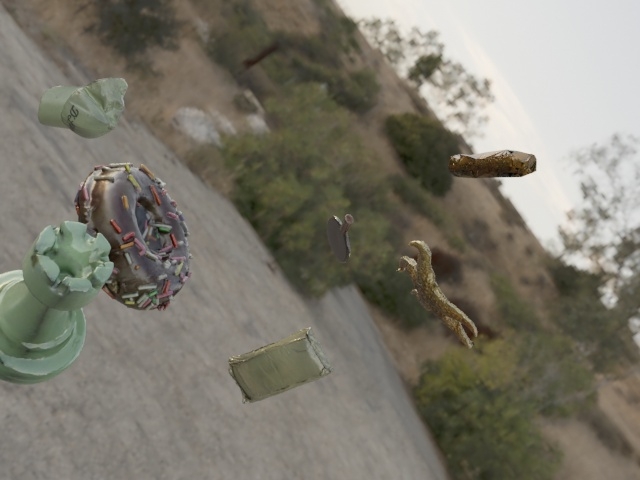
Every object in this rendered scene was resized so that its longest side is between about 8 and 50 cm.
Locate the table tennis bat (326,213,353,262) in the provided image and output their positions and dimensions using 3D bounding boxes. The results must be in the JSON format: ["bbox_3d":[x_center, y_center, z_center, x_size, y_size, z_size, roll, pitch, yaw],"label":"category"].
[{"bbox_3d":[0.000,0.000,2.268,0.170,0.119,0.107,116,-46,-63],"label":"table tennis bat"}]

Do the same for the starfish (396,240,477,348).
[{"bbox_3d":[0.267,0.137,2.425,0.302,0.060,0.299,53,-15,26],"label":"starfish"}]

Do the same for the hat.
[{"bbox_3d":[-0.455,-0.253,1.968,0.081,0.166,0.122,-113,-148,-49],"label":"hat"}]

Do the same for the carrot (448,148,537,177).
[{"bbox_3d":[0.401,-0.178,2.422,0.229,0.069,0.069,2,-40,42],"label":"carrot"}]

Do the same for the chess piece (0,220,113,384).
[{"bbox_3d":[-0.427,0.088,1.600,0.195,0.299,0.194,16,54,-24],"label":"chess piece"}]

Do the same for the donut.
[{"bbox_3d":[-0.311,-0.010,1.744,0.270,0.103,0.269,-20,90,-74],"label":"donut"}]

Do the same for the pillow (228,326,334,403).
[{"bbox_3d":[-0.086,0.257,2.079,0.053,0.208,0.119,-85,150,-60],"label":"pillow"}]
